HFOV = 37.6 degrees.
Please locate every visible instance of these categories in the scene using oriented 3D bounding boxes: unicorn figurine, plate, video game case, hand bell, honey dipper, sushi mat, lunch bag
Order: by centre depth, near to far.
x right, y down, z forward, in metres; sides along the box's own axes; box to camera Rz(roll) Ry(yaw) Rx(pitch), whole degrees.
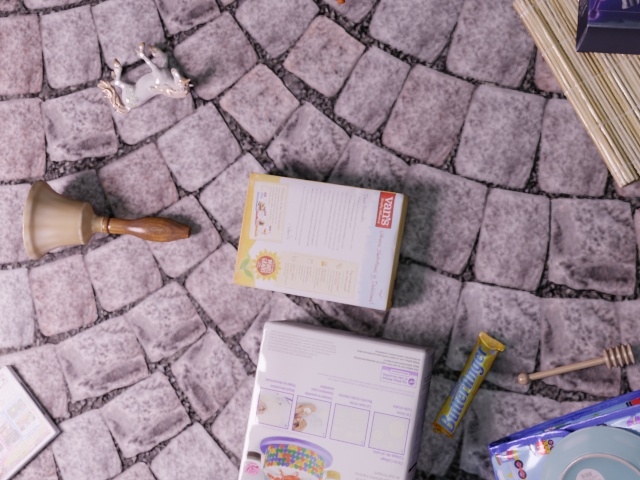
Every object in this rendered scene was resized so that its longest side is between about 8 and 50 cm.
[{"bbox_3d":[0.363,0.329,1.183,0.188,0.024,0.188,5,98,35],"label":"plate"},{"bbox_3d":[0.375,0.340,1.256,0.293,0.138,0.221,-25,83,25],"label":"lunch bag"},{"bbox_3d":[0.353,0.177,1.304,0.160,0.030,0.030,-18,83,15],"label":"honey dipper"},{"bbox_3d":[0.412,-0.240,1.315,0.151,0.019,0.316,-29,80,10],"label":"sushi mat"},{"bbox_3d":[-0.324,-0.022,1.462,0.242,0.126,0.126,5,88,3],"label":"hand bell"},{"bbox_3d":[-0.267,-0.253,1.476,0.162,0.060,0.111,-33,80,27],"label":"unicorn figurine"},{"bbox_3d":[-0.520,0.307,1.527,0.157,0.019,0.143,-43,78,8],"label":"video game case"}]

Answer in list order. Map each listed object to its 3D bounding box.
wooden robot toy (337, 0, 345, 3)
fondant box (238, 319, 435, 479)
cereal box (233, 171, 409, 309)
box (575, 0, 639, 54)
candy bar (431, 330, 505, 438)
[{"bbox_3d":[0.016,-0.392,1.401,0.173,0.076,0.079,-7,96,14],"label":"wooden robot toy"},{"bbox_3d":[0.017,0.295,1.350,0.238,0.096,0.330,10,89,15],"label":"fondant box"},{"bbox_3d":[0.000,0.000,1.393,0.240,0.047,0.173,10,90,14],"label":"cereal box"},{"bbox_3d":[0.430,-0.360,1.255,0.153,0.108,0.207,3,83,7],"label":"box"},{"bbox_3d":[0.210,0.209,1.344,0.040,0.018,0.161,29,94,14],"label":"candy bar"}]
